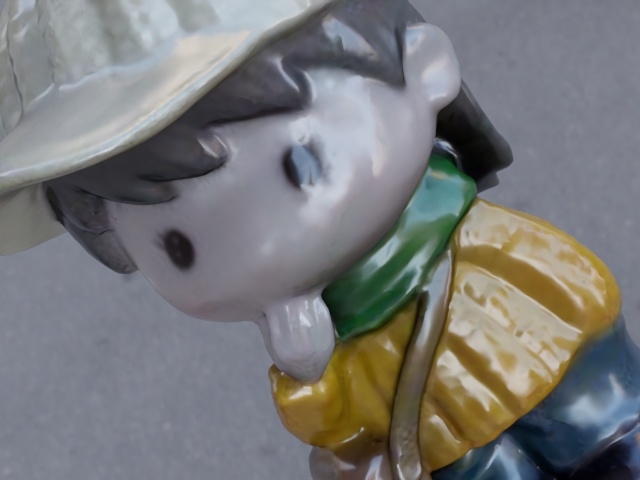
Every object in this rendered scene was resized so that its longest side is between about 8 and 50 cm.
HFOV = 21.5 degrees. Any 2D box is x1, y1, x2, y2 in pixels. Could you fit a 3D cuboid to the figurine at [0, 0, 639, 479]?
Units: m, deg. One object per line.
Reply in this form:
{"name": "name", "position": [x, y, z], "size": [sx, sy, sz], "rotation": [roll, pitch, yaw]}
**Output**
{"name": "figurine", "position": [0.009, -0.010, 0.698], "size": [0.185, 0.332, 0.204], "rotation": [-37, 28, 26]}
